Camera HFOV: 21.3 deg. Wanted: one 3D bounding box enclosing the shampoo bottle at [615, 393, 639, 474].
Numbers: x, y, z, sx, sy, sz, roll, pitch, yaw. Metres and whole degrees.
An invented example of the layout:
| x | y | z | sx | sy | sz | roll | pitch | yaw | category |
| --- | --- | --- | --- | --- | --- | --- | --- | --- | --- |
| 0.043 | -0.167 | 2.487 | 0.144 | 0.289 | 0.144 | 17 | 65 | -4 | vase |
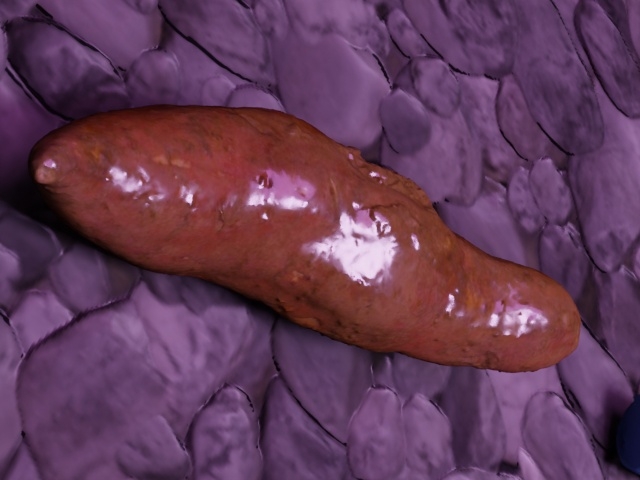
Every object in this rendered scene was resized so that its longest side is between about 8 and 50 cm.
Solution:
| x | y | z | sx | sy | sz | roll | pitch | yaw | category |
| --- | --- | --- | --- | --- | --- | --- | --- | --- | --- |
| 0.288 | 0.164 | 1.074 | 0.258 | 0.061 | 0.103 | 28 | 55 | -31 | shampoo bottle |

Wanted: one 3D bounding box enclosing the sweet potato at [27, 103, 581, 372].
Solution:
| x | y | z | sx | sy | sz | roll | pitch | yaw | category |
| --- | --- | --- | --- | --- | --- | --- | --- | --- | --- |
| -0.009 | -0.008 | 0.857 | 0.355 | 0.095 | 0.106 | 20 | 16 | -37 | sweet potato |
